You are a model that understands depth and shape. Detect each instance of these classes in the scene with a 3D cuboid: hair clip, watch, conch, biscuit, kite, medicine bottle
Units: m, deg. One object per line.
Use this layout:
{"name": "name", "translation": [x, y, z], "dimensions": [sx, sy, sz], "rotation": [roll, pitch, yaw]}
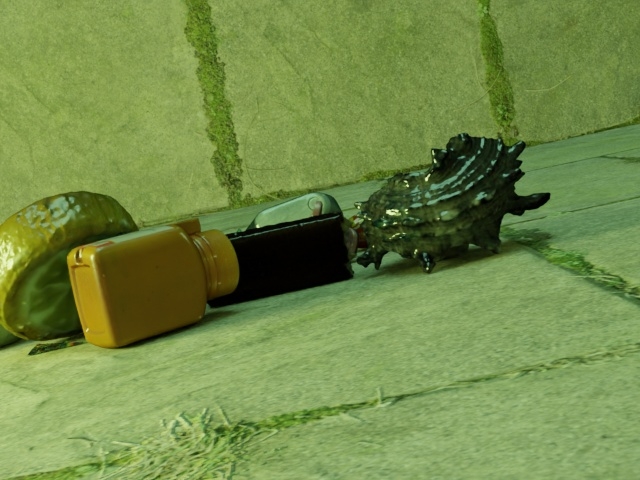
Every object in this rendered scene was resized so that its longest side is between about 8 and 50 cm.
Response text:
{"name": "hair clip", "translation": [-0.010, -0.003, 1.946], "dimensions": [0.102, 0.123, 0.138], "rotation": [18, -5, -31]}
{"name": "watch", "translation": [-0.056, -0.020, 2.097], "dimensions": [0.206, 0.068, 0.193], "rotation": [-24, -16, -9]}
{"name": "conch", "translation": [0.196, -0.045, 1.732], "dimensions": [0.313, 0.186, 0.241], "rotation": [-30, -2, 7]}
{"name": "biscuit", "translation": [-0.067, 0.028, 1.750], "dimensions": [0.252, 0.106, 0.070], "rotation": [-12, 7, -2]}
{"name": "kite", "translation": [-0.406, 0.159, 1.675], "dimensions": [0.122, 0.004, 0.090], "rotation": [-5, 9, 46]}
{"name": "medicine bottle", "translation": [-0.237, 0.057, 1.605], "dimensions": [0.222, 0.149, 0.112], "rotation": [-16, 7, -35]}

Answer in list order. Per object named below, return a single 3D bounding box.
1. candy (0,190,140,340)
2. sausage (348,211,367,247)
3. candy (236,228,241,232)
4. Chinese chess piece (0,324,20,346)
{"name": "candy", "translation": [-0.387, 0.039, 1.678], "dimensions": [0.260, 0.259, 0.118], "rotation": [-16, 50, -35]}
{"name": "sausage", "translation": [0.150, -0.036, 2.085], "dimensions": [0.264, 0.083, 0.083], "rotation": [-15, 7, -20]}
{"name": "candy", "translation": [-0.178, 0.024, 2.022], "dimensions": [0.061, 0.060, 0.201], "rotation": [-10, 22, 21]}
{"name": "Chinese chess piece", "translation": [-0.637, 0.075, 1.850], "dimensions": [0.350, 0.146, 0.349], "rotation": [4, 12, -1]}
